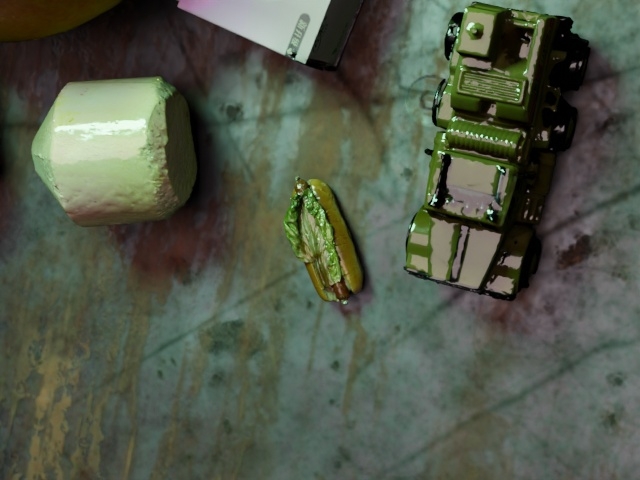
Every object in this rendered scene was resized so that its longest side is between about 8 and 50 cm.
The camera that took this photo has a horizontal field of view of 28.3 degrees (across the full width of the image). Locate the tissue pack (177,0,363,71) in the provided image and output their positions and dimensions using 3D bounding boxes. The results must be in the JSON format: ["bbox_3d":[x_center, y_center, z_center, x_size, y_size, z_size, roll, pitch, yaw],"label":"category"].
[{"bbox_3d":[-0.018,-0.299,1.180,0.149,0.092,0.246,26,102,18],"label":"tissue pack"}]

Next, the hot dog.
[{"bbox_3d":[0.000,0.000,1.218,0.056,0.041,0.133,-21,86,19],"label":"hot dog"}]

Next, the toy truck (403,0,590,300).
[{"bbox_3d":[0.147,-0.077,1.119,0.127,0.127,0.257,14,101,17],"label":"toy truck"}]

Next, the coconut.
[{"bbox_3d":[-0.206,-0.086,1.234,0.153,0.147,0.147,-4,92,11],"label":"coconut"}]

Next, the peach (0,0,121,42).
[{"bbox_3d":[-0.287,-0.323,1.163,0.332,0.308,0.307,4,95,35],"label":"peach"}]
